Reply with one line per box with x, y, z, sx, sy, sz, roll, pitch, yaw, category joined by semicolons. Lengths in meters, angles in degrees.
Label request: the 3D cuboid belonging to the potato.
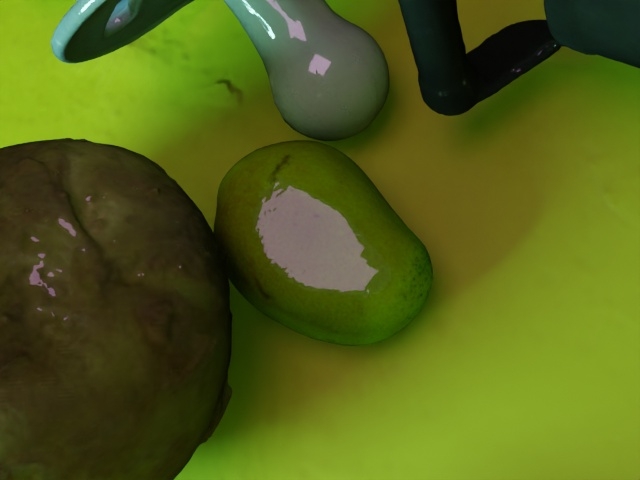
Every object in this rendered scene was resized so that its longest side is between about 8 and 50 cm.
-0.172;0.083;0.666;0.237;0.301;0.289;-4;100;4;potato

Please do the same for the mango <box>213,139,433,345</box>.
-0.006;0.004;0.707;0.117;0.089;0.163;-38;62;0;mango

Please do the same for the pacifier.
-0.040;-0.171;0.758;0.299;0.244;0.233;-36;91;-20;pacifier

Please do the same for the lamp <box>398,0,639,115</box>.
0.263;-0.170;0.597;0.374;0.205;0.272;-39;56;-8;lamp
